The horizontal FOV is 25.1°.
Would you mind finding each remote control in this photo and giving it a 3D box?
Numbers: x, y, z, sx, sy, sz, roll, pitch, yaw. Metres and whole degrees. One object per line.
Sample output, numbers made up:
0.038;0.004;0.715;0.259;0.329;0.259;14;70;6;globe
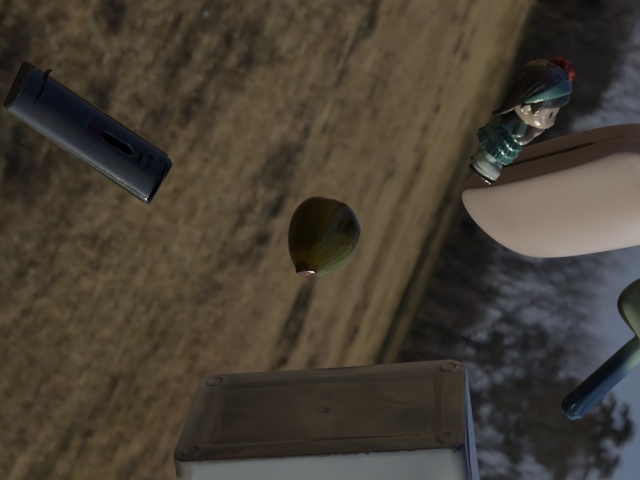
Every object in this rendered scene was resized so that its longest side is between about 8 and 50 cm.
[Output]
-0.110;-0.053;0.699;0.016;0.091;0.034;-11;-127;49;remote control

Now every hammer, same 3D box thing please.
0.351;0.136;1.665;0.194;0.116;0.069;-46;148;16;hammer

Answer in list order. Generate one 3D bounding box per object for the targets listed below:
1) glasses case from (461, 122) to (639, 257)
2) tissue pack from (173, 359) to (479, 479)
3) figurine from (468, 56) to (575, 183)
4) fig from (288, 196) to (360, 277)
0.246;-0.043;1.364;0.297;0.113;0.075;-13;-141;58;glasses case
0.011;0.202;1.246;0.159;0.246;0.136;-74;157;-66;tissue pack
0.154;-0.094;1.106;0.106;0.047;0.060;-54;167;28;figurine
0.000;0.000;1.461;0.074;0.074;0.088;98;14;-66;fig
